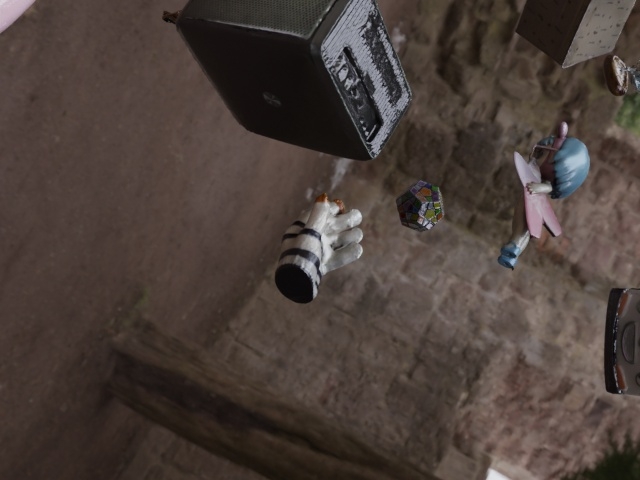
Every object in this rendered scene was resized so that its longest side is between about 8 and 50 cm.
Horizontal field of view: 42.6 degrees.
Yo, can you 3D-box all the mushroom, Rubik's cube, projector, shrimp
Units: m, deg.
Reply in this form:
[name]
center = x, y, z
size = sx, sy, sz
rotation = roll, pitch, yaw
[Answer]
[mushroom]
center = 0.833, -0.467, 2.324
size = 0.052, 0.123, 0.123
rotation = -16, -155, 35
[Rubik's cube]
center = 0.210, -0.072, 1.728
size = 0.111, 0.111, 0.093
rotation = 86, 26, -77
[projector]
center = -0.044, -0.398, 1.802
size = 0.242, 0.405, 0.395
rotation = -58, 144, -20
[shrimp]
center = -0.282, -0.533, 2.012
size = 0.117, 0.262, 0.066
rotation = -14, 108, -47

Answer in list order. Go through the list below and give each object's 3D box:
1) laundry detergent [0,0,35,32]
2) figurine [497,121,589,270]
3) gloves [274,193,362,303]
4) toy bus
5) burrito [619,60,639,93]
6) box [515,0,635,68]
[laundry detergent]
center = -0.353, -0.369, 1.017
size = 0.335, 0.159, 0.087
rotation = -62, 145, -37
[figurine]
center = 0.373, -0.057, 1.381
size = 0.260, 0.103, 0.205
rotation = -59, 149, -22
[gloves]
center = -0.009, 0.007, 1.582
size = 0.131, 0.140, 0.218
rotation = -22, -148, 36
[toy bus]
center = 0.749, 0.200, 1.576
size = 0.440, 0.249, 0.209
rotation = 6, 87, -41
[burrito]
center = 0.805, -0.311, 1.726
size = 0.139, 0.446, 0.101
rotation = -58, -149, 30
[box]
center = 0.667, -0.626, 2.065
size = 0.225, 0.190, 0.297
rotation = -22, 146, -30
